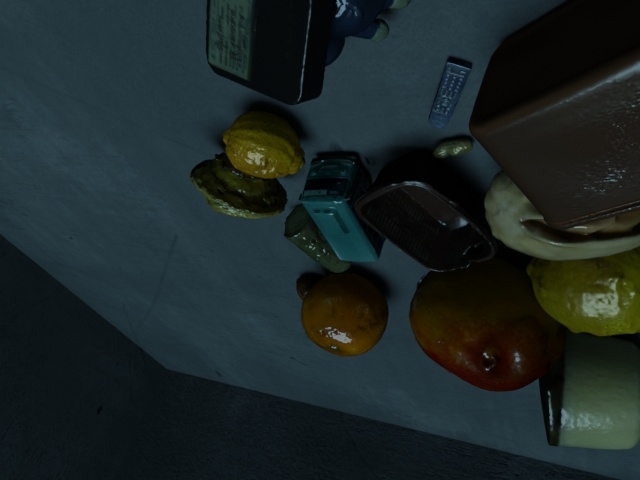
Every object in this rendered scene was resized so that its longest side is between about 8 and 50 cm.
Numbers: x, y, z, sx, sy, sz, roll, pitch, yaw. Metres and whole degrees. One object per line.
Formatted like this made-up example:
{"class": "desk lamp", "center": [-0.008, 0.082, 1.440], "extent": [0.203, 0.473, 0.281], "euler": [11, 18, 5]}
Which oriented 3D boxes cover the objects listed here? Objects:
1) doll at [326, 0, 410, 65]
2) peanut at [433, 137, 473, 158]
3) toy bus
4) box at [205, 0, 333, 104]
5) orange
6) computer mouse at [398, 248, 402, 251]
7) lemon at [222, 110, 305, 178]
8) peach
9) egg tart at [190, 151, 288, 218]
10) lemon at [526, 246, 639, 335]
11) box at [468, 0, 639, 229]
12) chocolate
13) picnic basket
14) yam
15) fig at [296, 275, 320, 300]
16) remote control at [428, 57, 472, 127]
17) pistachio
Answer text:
{"class": "doll", "center": [-0.010, -0.367, 0.955], "extent": [0.228, 0.154, 0.258], "euler": [33, 156, -26]}
{"class": "peanut", "center": [0.259, -0.182, 1.181], "extent": [0.083, 0.037, 0.037], "euler": [-11, 138, 42]}
{"class": "toy bus", "center": [0.060, -0.068, 1.395], "extent": [0.128, 0.147, 0.256], "euler": [1, 146, 29]}
{"class": "box", "center": [-0.073, -0.385, 0.843], "extent": [0.211, 0.058, 0.350], "euler": [30, 130, 28]}
{"class": "orange", "center": [0.071, 0.218, 1.783], "extent": [0.261, 0.261, 0.261], "euler": [16, 151, 10]}
{"class": "computer mouse", "center": [0.253, 0.010, 1.491], "extent": [0.181, 0.056, 0.089], "euler": [-6, 136, 42]}
{"class": "lemon", "center": [-0.118, -0.203, 1.291], "extent": [0.187, 0.142, 0.142], "euler": [21, 151, -5]}
{"class": "peach", "center": [0.391, 0.190, 1.407], "extent": [0.372, 0.290, 0.372], "euler": [29, -171, -5]}
{"class": "egg tart", "center": [-0.181, -0.141, 1.391], "extent": [0.241, 0.241, 0.106], "euler": [23, 122, -2]}
{"class": "lemon", "center": [0.562, 0.075, 1.212], "extent": [0.288, 0.233, 0.233], "euler": [5, 147, 34]}
{"class": "box", "center": [0.412, -0.203, 0.838], "extent": [0.229, 0.239, 0.339], "euler": [39, 148, -23]}
{"class": "chocolate", "center": [0.727, 0.381, 1.583], "extent": [0.297, 0.326, 0.314], "euler": [-5, 142, 13]}
{"class": "picnic basket", "center": [0.237, -0.070, 1.288], "extent": [0.297, 0.129, 0.222], "euler": [35, 147, -25]}
{"class": "yam", "center": [0.000, 0.000, 1.589], "extent": [0.107, 0.107, 0.194], "euler": [-13, 137, 46]}
{"class": "fig", "center": [-0.049, 0.145, 1.911], "extent": [0.125, 0.089, 0.089], "euler": [27, 161, 42]}
{"class": "remote control", "center": [0.228, -0.261, 1.078], "extent": [0.043, 0.027, 0.152], "euler": [24, 150, 8]}
{"class": "pistachio", "center": [0.463, -0.059, 1.094], "extent": [0.318, 0.214, 0.194], "euler": [2, 120, 14]}
